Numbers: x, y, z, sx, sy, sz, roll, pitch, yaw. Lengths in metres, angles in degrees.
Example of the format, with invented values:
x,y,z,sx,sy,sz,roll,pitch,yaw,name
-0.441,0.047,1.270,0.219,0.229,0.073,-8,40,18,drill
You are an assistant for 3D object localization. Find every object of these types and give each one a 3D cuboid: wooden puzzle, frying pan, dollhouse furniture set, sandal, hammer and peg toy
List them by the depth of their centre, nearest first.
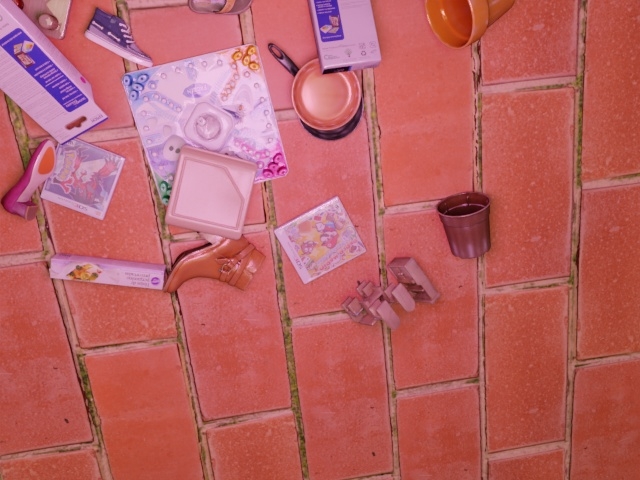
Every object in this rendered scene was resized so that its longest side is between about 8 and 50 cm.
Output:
x,y,z,sx,sy,sz,roll,pitch,yaw,name
-0.773,-0.621,1.454,0.266,0.127,0.361,17,103,-12,hammer and peg toy
-0.270,-0.649,1.558,0.180,0.049,0.072,-7,107,-6,sandal
-0.313,-0.136,1.652,0.221,0.044,0.238,13,102,-12,wooden puzzle
-0.032,-0.411,1.662,0.326,0.053,0.197,20,102,-11,frying pan
0.231,0.192,1.800,0.242,0.212,0.161,-45,108,-22,dollhouse furniture set

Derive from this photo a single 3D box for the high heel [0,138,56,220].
x,y,z,sx,sy,sz,roll,pitch,yaw,name
-0.822,-0.183,1.608,0.117,0.082,0.244,26,108,15,high heel

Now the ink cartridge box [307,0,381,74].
x,y,z,sx,sy,sz,roll,pitch,yaw,name
0.054,-0.629,1.568,0.166,0.065,0.332,-9,87,-6,ink cartridge box

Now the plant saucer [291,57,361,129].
x,y,z,sx,sy,sz,roll,pitch,yaw,name
0.014,-0.414,1.627,0.200,0.037,0.199,-3,105,-11,plant saucer

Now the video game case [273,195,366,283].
x,y,z,sx,sy,sz,roll,pitch,yaw,name
0.000,0.000,1.803,0.227,0.026,0.206,-29,108,1,video game case

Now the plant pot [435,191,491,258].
x,y,z,sx,sy,sz,roll,pitch,yaw,name
0.457,-0.042,1.790,0.167,0.167,0.165,-18,115,-2,plant pot

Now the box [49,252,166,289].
x,y,z,sx,sy,sz,roll,pitch,yaw,name
-0.632,0.092,1.721,0.324,0.067,0.063,7,106,-11,box

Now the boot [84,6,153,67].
x,y,z,sx,sy,sz,roll,pitch,yaw,name
-0.529,-0.543,1.542,0.190,0.069,0.086,25,104,-13,boot

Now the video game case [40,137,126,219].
x,y,z,sx,sy,sz,roll,pitch,yaw,name
-0.683,-0.181,1.654,0.184,0.023,0.201,21,102,-14,video game case

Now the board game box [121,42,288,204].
x,y,z,sx,sy,sz,roll,pitch,yaw,name
-0.322,-0.324,1.648,0.390,0.050,0.389,-15,108,-4,board game box

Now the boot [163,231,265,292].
x,y,z,sx,sy,sz,roll,pitch,yaw,name
-0.324,0.090,1.751,0.220,0.109,0.283,36,89,-16,boot

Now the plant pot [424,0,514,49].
x,y,z,sx,sy,sz,roll,pitch,yaw,name
0.424,-0.662,1.587,0.188,0.205,0.205,-30,109,-15,plant pot

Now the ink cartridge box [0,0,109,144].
x,y,z,sx,sy,sz,roll,pitch,yaw,name
-0.736,-0.427,1.483,0.176,0.069,0.371,-24,130,16,ink cartridge box
